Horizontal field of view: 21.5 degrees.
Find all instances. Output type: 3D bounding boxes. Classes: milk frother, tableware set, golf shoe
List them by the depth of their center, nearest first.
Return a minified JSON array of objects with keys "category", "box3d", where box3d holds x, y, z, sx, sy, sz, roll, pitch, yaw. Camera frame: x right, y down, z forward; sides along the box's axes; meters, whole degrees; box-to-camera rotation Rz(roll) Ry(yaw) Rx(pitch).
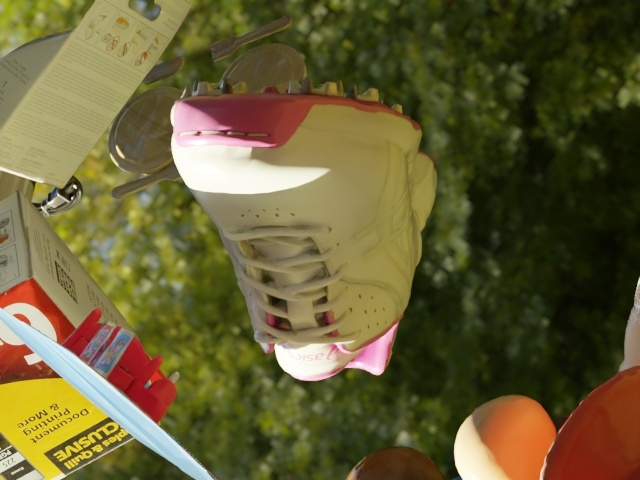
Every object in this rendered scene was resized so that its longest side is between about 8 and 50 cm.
[{"category":"golf shoe","box3d":[0.000,0.000,0.875,0.306,0.115,0.140,30,-117,-72]},{"category":"tableware set","box3d":[-0.093,-0.107,1.461,0.039,0.194,0.128,47,-150,-52]},{"category":"milk frother","box3d":[-0.287,-0.027,1.563,0.129,0.143,0.135,-32,41,52]}]

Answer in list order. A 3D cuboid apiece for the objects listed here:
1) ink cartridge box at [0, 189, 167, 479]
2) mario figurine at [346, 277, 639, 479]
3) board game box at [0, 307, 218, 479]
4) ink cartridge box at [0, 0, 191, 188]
[{"category":"ink cartridge box","box3d":[-0.309,0.152,1.446,0.309,0.272,0.130,-29,38,7]},{"category":"mario figurine","box3d":[0.062,0.107,0.643,0.320,0.170,0.198,151,126,-61]},{"category":"board game box","box3d":[-0.101,0.071,0.874,0.033,0.133,0.168,-50,34,-13]},{"category":"ink cartridge box","box3d":[-0.184,-0.128,1.249,0.179,0.045,0.145,-55,-17,4]}]
